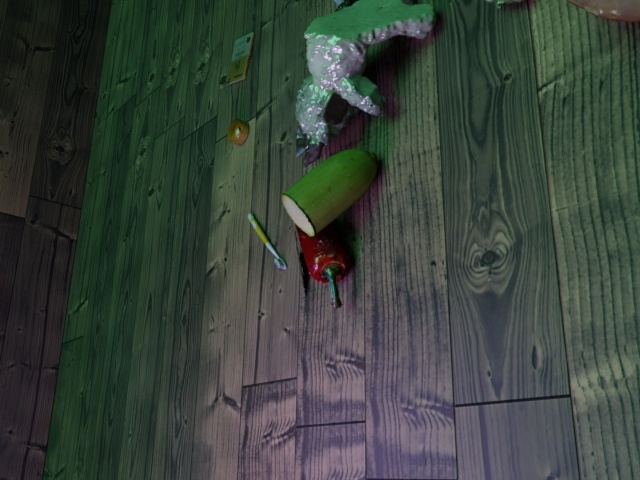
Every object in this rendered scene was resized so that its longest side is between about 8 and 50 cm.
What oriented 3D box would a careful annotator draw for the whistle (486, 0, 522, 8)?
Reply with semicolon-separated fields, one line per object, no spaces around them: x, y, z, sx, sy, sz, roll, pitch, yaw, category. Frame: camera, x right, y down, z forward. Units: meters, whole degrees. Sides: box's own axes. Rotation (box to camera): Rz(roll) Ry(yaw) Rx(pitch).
0.414;-0.591;1.400;0.105;0.085;0.227;26;97;48;whistle

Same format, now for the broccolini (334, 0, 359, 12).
0.048;-0.557;1.835;0.254;0.072;0.057;116;155;-54;broccolini

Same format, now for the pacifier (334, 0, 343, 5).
0.116;-0.744;1.794;0.207;0.227;0.279;-43;27;-28;pacifier

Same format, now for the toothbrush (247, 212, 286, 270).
-0.162;-0.001;1.954;0.021;0.024;0.288;-60;39;20;toothbrush

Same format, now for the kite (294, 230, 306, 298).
-0.051;0.057;1.750;0.160;0.010;0.182;-112;13;-72;kite

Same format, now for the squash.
0.036;-0.131;1.633;0.247;0.132;0.132;-38;37;-12;squash

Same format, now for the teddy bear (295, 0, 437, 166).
0.093;-0.405;1.725;0.327;0.376;0.362;-122;16;-46;teddy bear

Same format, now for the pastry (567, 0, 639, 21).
0.547;-0.514;1.051;0.409;0.245;0.409;-43;31;34;pastry

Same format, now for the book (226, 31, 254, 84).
-0.279;-0.633;2.352;0.118;0.012;0.172;-2;75;52;book

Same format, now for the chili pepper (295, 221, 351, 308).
0.000;0.000;1.693;0.110;0.110;0.387;-49;40;29;chili pepper

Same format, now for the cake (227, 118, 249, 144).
-0.273;-0.357;2.213;0.084;0.044;0.084;-25;57;47;cake
